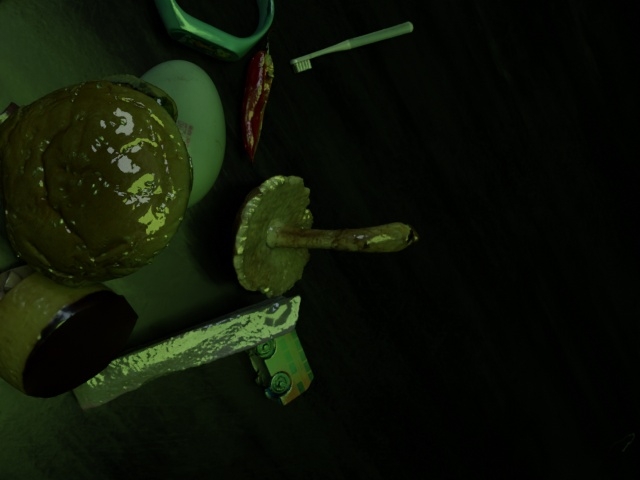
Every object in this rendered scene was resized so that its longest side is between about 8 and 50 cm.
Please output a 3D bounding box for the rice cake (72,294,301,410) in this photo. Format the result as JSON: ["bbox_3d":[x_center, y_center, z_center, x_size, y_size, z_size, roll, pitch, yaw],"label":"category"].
[{"bbox_3d":[-0.216,0.182,1.010,0.399,0.064,0.070,-18,96,-19],"label":"rice cake"}]

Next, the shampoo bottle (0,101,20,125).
[{"bbox_3d":[-0.398,-0.111,0.930,0.236,0.068,0.067,42,69,-25],"label":"shampoo bottle"}]

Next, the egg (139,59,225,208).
[{"bbox_3d":[-0.244,-0.168,0.961,0.183,0.183,0.264,20,70,-32],"label":"egg"}]

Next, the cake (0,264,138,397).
[{"bbox_3d":[-0.405,0.111,0.880,0.208,0.178,0.185,-25,145,-47],"label":"cake"}]

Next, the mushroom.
[{"bbox_3d":[-0.019,-0.029,1.058,0.233,0.302,0.208,-12,79,-64],"label":"mushroom"}]

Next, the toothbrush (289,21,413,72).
[{"bbox_3d":[0.075,-0.417,1.264,0.342,0.025,0.030,-29,111,-30],"label":"toothbrush"}]

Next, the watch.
[{"bbox_3d":[-0.194,-0.433,1.060,0.237,0.068,0.195,13,82,-34],"label":"watch"}]

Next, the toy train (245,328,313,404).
[{"bbox_3d":[-0.086,0.217,1.135,0.099,0.072,0.188,-27,104,-28],"label":"toy train"}]

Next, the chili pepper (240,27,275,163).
[{"bbox_3d":[-0.120,-0.280,1.126,0.050,0.059,0.268,10,87,5],"label":"chili pepper"}]

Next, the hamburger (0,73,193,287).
[{"bbox_3d":[-0.310,-0.084,0.807,0.134,0.266,0.284,-7,81,-72],"label":"hamburger"}]
